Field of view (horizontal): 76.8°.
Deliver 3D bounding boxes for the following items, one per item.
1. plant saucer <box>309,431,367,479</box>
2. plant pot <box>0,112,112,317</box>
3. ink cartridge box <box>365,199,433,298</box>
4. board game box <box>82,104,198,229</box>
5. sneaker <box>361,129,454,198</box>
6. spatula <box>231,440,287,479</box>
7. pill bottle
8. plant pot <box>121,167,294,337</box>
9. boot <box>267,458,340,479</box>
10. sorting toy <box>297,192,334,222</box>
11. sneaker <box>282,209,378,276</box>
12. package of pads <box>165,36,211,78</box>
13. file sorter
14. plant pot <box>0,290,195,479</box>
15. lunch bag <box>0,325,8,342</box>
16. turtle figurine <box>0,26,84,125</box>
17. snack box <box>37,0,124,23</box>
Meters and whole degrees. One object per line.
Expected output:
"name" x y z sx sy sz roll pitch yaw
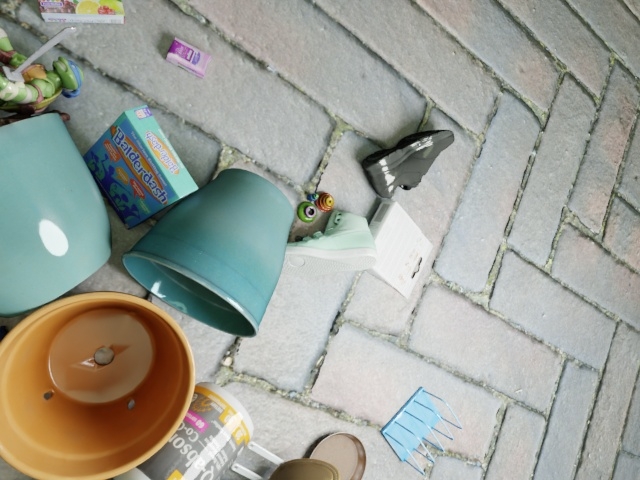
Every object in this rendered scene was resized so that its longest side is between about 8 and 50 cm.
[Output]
"plant saucer" 0.036 0.556 1.001 0.168 0.029 0.168 0 90 -26
"plant pot" -0.480 -0.025 0.630 0.293 0.293 0.235 -35 116 -22
"ink cartridge box" 0.200 0.027 1.083 0.224 0.056 0.181 41 72 -39
"board game box" -0.333 -0.122 0.731 0.047 0.210 0.160 -43 108 -47
"sneaker" 0.243 -0.208 1.077 0.286 0.109 0.130 -28 111 -16
"spatula" -0.112 0.552 0.918 0.242 0.019 0.168 42 94 -18
"pill bottle" -0.264 0.413 0.737 0.278 0.162 0.162 -45 109 -45
"plant pot" -0.182 0.009 0.784 0.271 0.271 0.255 39 60 -20
"boot" -0.065 0.613 0.874 0.283 0.109 0.220 -21 106 -3
"sorting toy" -0.007 -0.086 0.977 0.102 0.042 0.061 -34 103 -22
"sneaker" 0.000 0.000 0.972 0.256 0.094 0.151 -1 51 -5
"package of pads" -0.279 -0.387 0.856 0.083 0.032 0.050 22 78 -24
"file sorter" 0.274 0.505 1.073 0.170 0.104 0.118 -39 106 -21
"plant pot" -0.384 0.224 0.706 0.291 0.203 0.291 0 90 -26
"lunch bag" -0.584 0.194 0.686 0.098 0.067 0.065 -17 97 -24
"turtle figurine" -0.525 -0.276 0.612 0.266 0.274 0.198 -36 95 -23
"snack box" -0.458 -0.472 0.768 0.141 0.037 0.100 -13 94 -25
